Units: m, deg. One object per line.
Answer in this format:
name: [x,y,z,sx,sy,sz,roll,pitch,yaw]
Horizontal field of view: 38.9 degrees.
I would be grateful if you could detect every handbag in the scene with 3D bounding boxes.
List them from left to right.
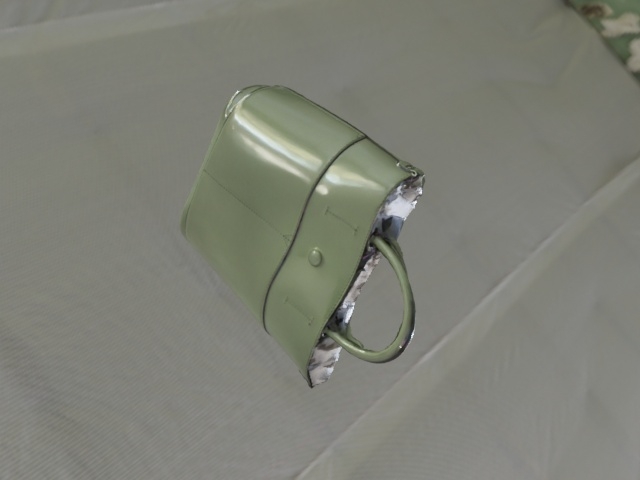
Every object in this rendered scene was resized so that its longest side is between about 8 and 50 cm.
handbag: [0.000,0.000,0.883,0.109,0.241,0.315,-2,-147,-47]
